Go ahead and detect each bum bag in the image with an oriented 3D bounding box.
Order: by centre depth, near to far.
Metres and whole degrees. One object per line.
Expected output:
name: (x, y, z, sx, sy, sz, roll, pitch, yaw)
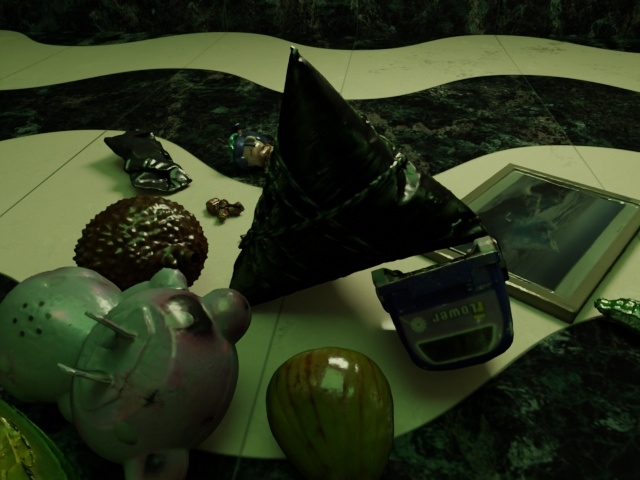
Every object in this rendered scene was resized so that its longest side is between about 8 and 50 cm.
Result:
bum bag: (-0.435, -0.203, 1.253, 0.137, 0.074, 0.310, -11, 39, -35)

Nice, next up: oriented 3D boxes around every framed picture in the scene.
framed picture: (0.428, -0.029, 1.016, 0.326, 0.028, 0.446, 26, 43, 34)

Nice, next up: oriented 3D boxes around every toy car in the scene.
toy car: (0.182, 0.095, 0.714, 0.172, 0.158, 0.235, -18, -10, 14)

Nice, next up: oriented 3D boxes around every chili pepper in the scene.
chili pepper: (0.509, 0.143, 0.736, 0.088, 0.059, 0.227, -30, 41, -29)

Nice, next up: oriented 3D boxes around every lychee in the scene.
lychee: (-0.285, 0.017, 0.825, 0.238, 0.200, 0.200, 2, 29, 39)

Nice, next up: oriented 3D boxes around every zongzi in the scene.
zongzi: (-0.008, -0.092, 0.757, 0.383, 0.362, 0.319, -12, 39, 43)

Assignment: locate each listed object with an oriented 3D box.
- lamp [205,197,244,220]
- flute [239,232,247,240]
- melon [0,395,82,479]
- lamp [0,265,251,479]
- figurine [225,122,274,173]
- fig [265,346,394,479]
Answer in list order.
lamp: (-0.213, -0.072, 1.096, 0.063, 0.031, 0.083, -28, 38, -35)
flute: (-0.041, -0.042, 1.060, 0.269, 0.014, 0.014, -18, 38, -23)
melon: (-0.365, 0.273, 0.522, 0.265, 0.129, 0.169, 28, 66, 31)
lamp: (-0.250, 0.132, 0.604, 0.301, 0.247, 0.247, 16, 67, 20)
figurine: (-0.146, -0.208, 1.247, 0.195, 0.111, 0.102, 20, 57, 23)
fig: (0.017, 0.234, 0.541, 0.151, 0.151, 0.259, -3, 38, -3)
